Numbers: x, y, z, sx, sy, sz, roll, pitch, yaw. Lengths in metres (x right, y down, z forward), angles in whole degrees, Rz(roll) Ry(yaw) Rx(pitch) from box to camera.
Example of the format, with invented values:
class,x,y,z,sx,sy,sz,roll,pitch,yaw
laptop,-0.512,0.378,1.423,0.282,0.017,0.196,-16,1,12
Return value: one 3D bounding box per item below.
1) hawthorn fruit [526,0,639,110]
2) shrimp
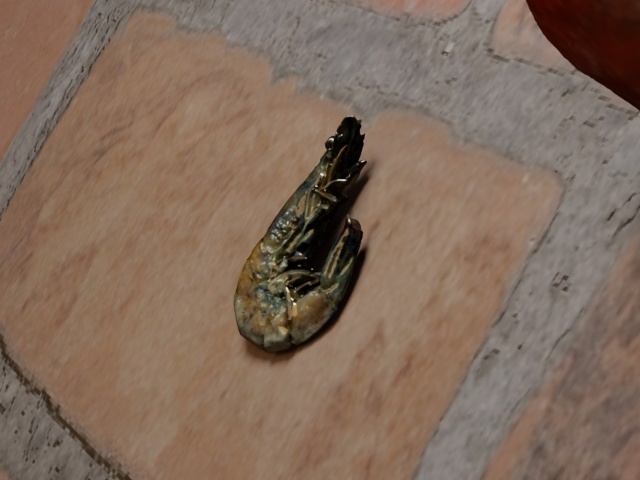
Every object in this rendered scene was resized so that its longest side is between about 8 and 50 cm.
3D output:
class,x,y,z,sx,sy,sz,roll,pitch,yaw
hawthorn fruit,0.200,-0.170,0.825,0.242,0.242,0.272,-52,20,10
shrimp,0.000,0.000,1.099,0.091,0.034,0.161,33,98,43
